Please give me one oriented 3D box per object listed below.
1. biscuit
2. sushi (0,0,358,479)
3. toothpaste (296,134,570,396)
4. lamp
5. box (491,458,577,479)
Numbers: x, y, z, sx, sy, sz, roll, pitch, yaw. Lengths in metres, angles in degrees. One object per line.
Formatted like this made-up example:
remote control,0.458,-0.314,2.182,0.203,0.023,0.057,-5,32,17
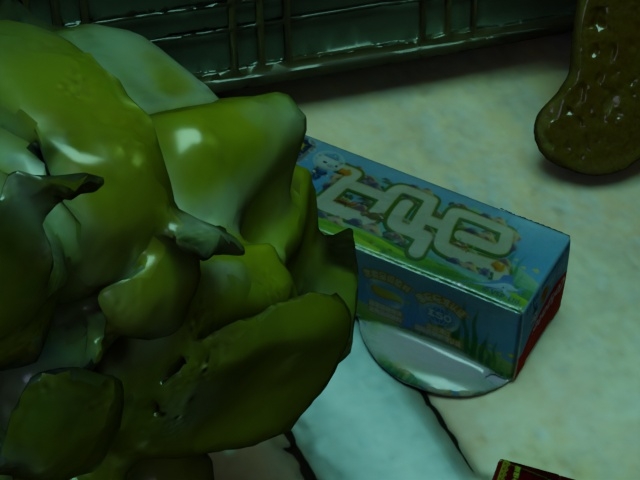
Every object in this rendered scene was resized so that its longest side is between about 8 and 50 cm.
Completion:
biscuit,0.156,-0.132,0.817,0.138,0.205,0.031,-4,14,-3
sushi,-0.169,0.044,0.565,0.285,0.328,0.329,35,93,-4
toothpaste,0.000,0.000,0.774,0.193,0.044,0.070,22,49,19
lamp,0.001,-0.126,0.858,0.325,0.090,0.089,-10,37,-12
box,0.096,0.115,0.681,0.082,0.023,0.051,15,47,13
